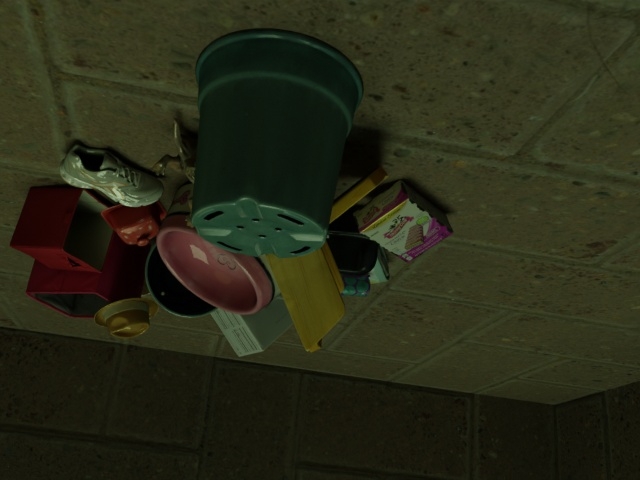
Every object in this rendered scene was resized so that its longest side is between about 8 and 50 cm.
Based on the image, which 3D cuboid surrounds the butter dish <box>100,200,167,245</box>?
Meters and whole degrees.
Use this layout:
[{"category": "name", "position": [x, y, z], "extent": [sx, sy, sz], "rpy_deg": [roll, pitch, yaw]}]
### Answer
[{"category": "butter dish", "position": [-0.516, -0.039, 1.999], "extent": [0.159, 0.118, 0.160], "rpy_deg": [-20, 157, -3]}]

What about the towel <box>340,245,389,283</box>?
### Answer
[{"category": "towel", "position": [0.028, 0.047, 2.128], "extent": [0.320, 0.090, 0.374], "rpy_deg": [-4, 153, 13]}]

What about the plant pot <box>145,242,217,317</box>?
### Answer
[{"category": "plant pot", "position": [-0.426, 0.108, 2.214], "extent": [0.271, 0.272, 0.255], "rpy_deg": [14, 168, -18]}]

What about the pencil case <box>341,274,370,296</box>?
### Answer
[{"category": "pencil case", "position": [0.072, 0.129, 2.119], "extent": [0.151, 0.070, 0.064], "rpy_deg": [7, -174, -14]}]

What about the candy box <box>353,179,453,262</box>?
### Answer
[{"category": "candy box", "position": [0.218, -0.044, 1.833], "extent": [0.159, 0.071, 0.233], "rpy_deg": [-36, 139, 23]}]

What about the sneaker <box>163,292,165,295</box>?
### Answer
[{"category": "sneaker", "position": [-0.420, 0.179, 2.529], "extent": [0.321, 0.126, 0.127], "rpy_deg": [-13, 145, 35]}]

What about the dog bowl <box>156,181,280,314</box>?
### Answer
[{"category": "dog bowl", "position": [-0.265, 0.038, 1.907], "extent": [0.407, 0.150, 0.408], "rpy_deg": [23, 146, 17]}]

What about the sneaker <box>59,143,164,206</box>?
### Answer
[{"category": "sneaker", "position": [-0.517, -0.165, 1.775], "extent": [0.262, 0.099, 0.121], "rpy_deg": [15, 152, -23]}]

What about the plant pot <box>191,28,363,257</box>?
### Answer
[{"category": "plant pot", "position": [-0.098, -0.163, 1.358], "extent": [0.340, 0.334, 0.341], "rpy_deg": [5, 157, 2]}]

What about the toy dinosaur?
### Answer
[{"category": "toy dinosaur", "position": [-0.268, -0.171, 1.654], "extent": [0.127, 0.200, 0.296], "rpy_deg": [-14, 121, 33]}]

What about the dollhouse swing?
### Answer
[{"category": "dollhouse swing", "position": [0.058, 0.034, 1.617], "extent": [0.304, 0.315, 0.347], "rpy_deg": [-23, -177, 2]}]

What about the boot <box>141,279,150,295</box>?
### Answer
[{"category": "boot", "position": [-0.688, 0.163, 2.497], "extent": [0.261, 0.095, 0.203], "rpy_deg": [-13, -178, -2]}]

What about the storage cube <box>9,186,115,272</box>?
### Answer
[{"category": "storage cube", "position": [-0.724, -0.028, 2.005], "extent": [0.193, 0.215, 0.184], "rpy_deg": [3, 159, 22]}]

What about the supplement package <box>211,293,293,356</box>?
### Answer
[{"category": "supplement package", "position": [-0.198, 0.215, 2.301], "extent": [0.145, 0.262, 0.204], "rpy_deg": [-23, 102, 47]}]

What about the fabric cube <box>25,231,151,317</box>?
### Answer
[{"category": "fabric cube", "position": [-0.718, 0.086, 2.211], "extent": [0.258, 0.258, 0.254], "rpy_deg": [-1, 157, 16]}]

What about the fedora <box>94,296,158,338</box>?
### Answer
[{"category": "fedora", "position": [-0.582, 0.244, 2.137], "extent": [0.194, 0.079, 0.194], "rpy_deg": [-16, 151, -9]}]

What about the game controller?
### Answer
[{"category": "game controller", "position": [0.000, 0.000, 1.934], "extent": [0.319, 0.167, 0.067], "rpy_deg": [5, -164, 14]}]
